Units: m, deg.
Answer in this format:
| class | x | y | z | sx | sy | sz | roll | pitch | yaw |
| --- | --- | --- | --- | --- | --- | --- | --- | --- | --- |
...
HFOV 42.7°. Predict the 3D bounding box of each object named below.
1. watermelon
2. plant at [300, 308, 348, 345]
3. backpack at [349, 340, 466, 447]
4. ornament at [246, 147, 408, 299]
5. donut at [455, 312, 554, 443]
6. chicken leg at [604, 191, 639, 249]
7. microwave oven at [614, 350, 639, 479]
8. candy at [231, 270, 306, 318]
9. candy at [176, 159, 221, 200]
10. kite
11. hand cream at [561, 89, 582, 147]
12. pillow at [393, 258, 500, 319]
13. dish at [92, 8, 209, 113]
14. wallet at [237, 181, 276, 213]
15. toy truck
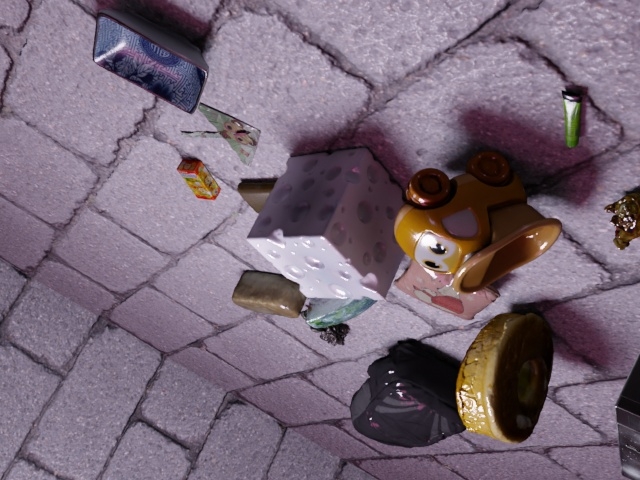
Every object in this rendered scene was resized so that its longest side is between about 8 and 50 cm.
| class | x | y | z | sx | sy | sz | roll | pitch | yaw |
| --- | --- | --- | --- | --- | --- | --- | --- | --- | --- |
| watermelon | 0.078 | 0.067 | 2.032 | 0.213 | 0.320 | 0.289 | 38 | -164 | 13 |
| plant | 0.013 | 0.267 | 2.535 | 0.174 | 0.087 | 0.085 | 38 | 115 | -17 |
| backpack | 0.271 | 0.501 | 2.544 | 0.363 | 0.255 | 0.446 | 31 | 139 | -12 |
| ornament | 0.032 | -0.032 | 1.806 | 0.239 | 0.240 | 0.240 | -1 | 143 | 44 |
| donut | 0.451 | 0.335 | 2.004 | 0.160 | 0.330 | 0.330 | 1 | 144 | 45 |
| chicken leg | 0.576 | -0.031 | 1.544 | 0.093 | 0.070 | 0.178 | 17 | 162 | 17 |
| microwave oven | 0.782 | 0.327 | 1.669 | 0.236 | 0.374 | 0.432 | 20 | 158 | 31 |
| candy | -0.151 | 0.164 | 2.460 | 0.234 | 0.104 | 0.102 | 5 | 151 | 36 |
| candy | -0.311 | -0.155 | 2.099 | 0.062 | 0.038 | 0.122 | 9 | 149 | 30 |
| kite | -0.232 | -0.244 | 1.907 | 0.250 | 0.012 | 0.229 | 5 | 145 | 38 |
| hand cream | 0.428 | -0.207 | 1.393 | 0.036 | 0.023 | 0.122 | 23 | 154 | 30 |
| pillow | 0.306 | 0.112 | 1.996 | 0.236 | 0.084 | 0.223 | 29 | 154 | 0 |
| dish | -0.336 | -0.381 | 1.672 | 0.243 | 0.080 | 0.182 | 27 | 153 | -7 |
| wallet | -0.105 | -0.105 | 2.019 | 0.198 | 0.031 | 0.110 | 2 | 145 | 38 |
| toy truck | 0.292 | -0.034 | 1.580 | 0.204 | 0.288 | 0.212 | 95 | 152 | -61 |
